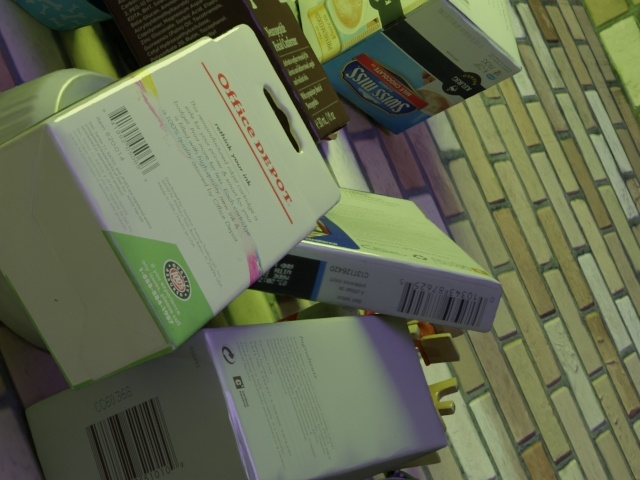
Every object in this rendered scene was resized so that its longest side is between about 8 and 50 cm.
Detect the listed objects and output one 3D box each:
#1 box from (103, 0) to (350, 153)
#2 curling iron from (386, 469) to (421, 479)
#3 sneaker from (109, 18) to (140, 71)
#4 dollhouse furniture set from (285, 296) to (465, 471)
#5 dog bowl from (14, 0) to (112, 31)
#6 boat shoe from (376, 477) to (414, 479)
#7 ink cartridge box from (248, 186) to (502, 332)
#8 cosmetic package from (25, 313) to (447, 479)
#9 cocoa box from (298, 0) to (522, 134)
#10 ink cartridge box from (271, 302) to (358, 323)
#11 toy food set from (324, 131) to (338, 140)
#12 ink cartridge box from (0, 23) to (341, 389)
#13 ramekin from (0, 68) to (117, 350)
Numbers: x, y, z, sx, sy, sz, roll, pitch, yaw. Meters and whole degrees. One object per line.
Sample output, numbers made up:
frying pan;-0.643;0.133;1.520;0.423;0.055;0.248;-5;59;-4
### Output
box;-0.125;-0.248;1.668;0.381;0.143;0.191;60;15;-5
curling iron;0.170;0.349;1.987;0.274;0.035;0.068;45;32;-35
sneaker;-0.208;-0.249;1.811;0.144;0.053;0.059;63;24;-5
dollhouse furniture set;0.061;0.116;1.938;0.262;0.135;0.259;-71;141;-55
dog bowl;-0.314;-0.333;1.667;0.297;0.074;0.166;42;34;-39
boat shoe;0.078;0.319;1.775;0.098;0.096;0.277;65;26;3
ink cartridge box;0.000;0.000;1.703;0.303;0.072;0.307;10;11;-17
cosmetic package;-0.065;0.177;1.510;0.385;0.217;0.156;1;67;-59
cocoa box;0.112;-0.376;2.313;0.231;0.228;0.347;32;40;-47
ink cartridge box;0.002;0.146;1.787;0.056;0.099;0.135;24;47;-54
toy food set;-0.004;-0.169;2.133;0.082;0.020;0.083;50;18;-31
ink cartridge box;-0.134;-0.043;1.390;0.207;0.119;0.353;61;31;-7
ramekin;-0.223;-0.038;1.506;0.273;0.127;0.273;43;32;-36
